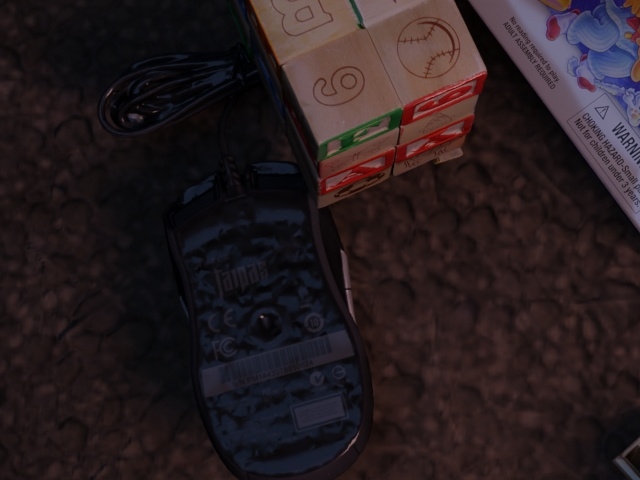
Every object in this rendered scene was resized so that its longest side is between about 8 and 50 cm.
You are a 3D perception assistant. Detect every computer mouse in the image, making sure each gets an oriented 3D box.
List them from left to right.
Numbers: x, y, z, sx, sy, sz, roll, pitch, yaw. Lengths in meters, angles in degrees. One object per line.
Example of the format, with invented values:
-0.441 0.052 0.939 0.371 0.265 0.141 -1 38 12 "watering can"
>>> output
0.000 0.000 1.099 0.184 0.060 0.262 -21 74 3 "computer mouse"

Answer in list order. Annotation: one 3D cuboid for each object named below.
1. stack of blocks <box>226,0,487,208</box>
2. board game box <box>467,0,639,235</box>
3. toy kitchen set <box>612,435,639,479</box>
-0.022 -0.179 1.007 0.087 0.171 0.297 -24 82 -3 "stack of blocks"
0.178 -0.188 1.065 0.233 0.078 0.347 -37 74 7 "board game box"
0.170 0.140 1.014 0.068 0.083 0.075 -43 74 4 "toy kitchen set"
